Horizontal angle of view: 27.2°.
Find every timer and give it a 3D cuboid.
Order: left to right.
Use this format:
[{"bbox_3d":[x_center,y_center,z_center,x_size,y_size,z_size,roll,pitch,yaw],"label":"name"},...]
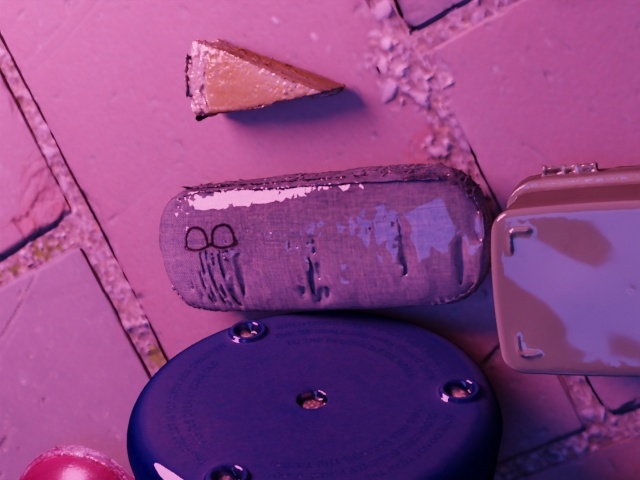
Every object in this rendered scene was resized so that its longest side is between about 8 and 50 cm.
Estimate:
[{"bbox_3d":[0.003,0.277,1.033,0.270,0.270,0.383,9,120,21],"label":"timer"}]

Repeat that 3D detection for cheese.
[{"bbox_3d":[-0.183,0.251,1.185,0.244,0.062,0.155,-11,99,24],"label":"cheese"}]

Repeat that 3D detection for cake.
[{"bbox_3d":[-0.044,-0.129,1.037,0.121,0.052,0.065,-1,100,24],"label":"cake"}]

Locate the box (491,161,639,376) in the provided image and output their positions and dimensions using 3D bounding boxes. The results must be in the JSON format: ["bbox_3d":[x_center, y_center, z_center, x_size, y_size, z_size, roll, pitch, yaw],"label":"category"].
[{"bbox_3d":[0.226,0.020,0.915,0.210,0.129,0.148,-2,101,24],"label":"box"}]

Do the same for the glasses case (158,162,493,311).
[{"bbox_3d":[0.000,0.000,1.042,0.282,0.067,0.109,-2,104,25],"label":"glasses case"}]
